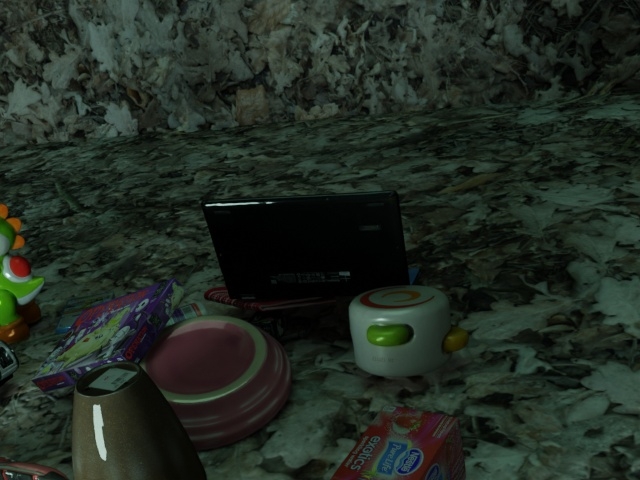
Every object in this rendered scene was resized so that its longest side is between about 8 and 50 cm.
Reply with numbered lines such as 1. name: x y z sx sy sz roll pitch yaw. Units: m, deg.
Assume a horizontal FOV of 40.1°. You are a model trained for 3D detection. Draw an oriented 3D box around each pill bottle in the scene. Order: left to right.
1. pill bottle: -0.328 0.208 1.854 0.194 0.108 0.108 -18 24 -19

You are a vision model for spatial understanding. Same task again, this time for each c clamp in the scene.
1. c clamp: -0.089 0.205 1.880 0.161 0.022 0.137 -15 18 -8

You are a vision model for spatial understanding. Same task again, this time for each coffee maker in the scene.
1. coffee maker: -0.743 0.290 1.818 0.171 0.120 0.178 -1 23 23

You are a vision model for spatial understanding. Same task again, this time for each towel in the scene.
1. towel: -0.117 0.122 1.943 0.199 0.031 0.275 -6 5 -32

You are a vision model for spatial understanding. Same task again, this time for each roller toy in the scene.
1. roller toy: 0.156 0.176 1.675 0.209 0.146 0.191 -12 14 -26

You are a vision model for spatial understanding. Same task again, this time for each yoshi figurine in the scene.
1. yoshi figurine: -0.801 0.065 2.065 0.204 0.362 0.203 12 31 41

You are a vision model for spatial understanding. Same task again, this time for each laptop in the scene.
1. laptop: 0.000 0.000 1.849 0.382 0.407 0.236 -3 41 11

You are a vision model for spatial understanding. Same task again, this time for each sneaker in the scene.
1. sneaker: -0.549 0.399 1.476 0.314 0.115 0.136 -6 20 15

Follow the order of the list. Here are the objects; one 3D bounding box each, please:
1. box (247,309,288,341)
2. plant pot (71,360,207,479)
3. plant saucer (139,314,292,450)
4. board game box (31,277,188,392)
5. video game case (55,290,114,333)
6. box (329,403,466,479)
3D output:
1. box: -0.114 0.181 1.844 0.062 0.052 0.083 -4 19 21
2. plant pot: -0.313 0.319 1.419 0.215 0.230 0.215 -8 22 3
3. plant saucer: -0.222 0.249 1.663 0.332 0.084 0.332 -5 33 3
4. board game box: -0.433 0.195 1.778 0.347 0.056 0.208 -19 27 42
5. video game case: -0.578 0.176 2.159 0.119 0.015 0.166 -11 22 0
6. box: 0.106 0.364 1.274 0.128 0.122 0.257 4 26 30
